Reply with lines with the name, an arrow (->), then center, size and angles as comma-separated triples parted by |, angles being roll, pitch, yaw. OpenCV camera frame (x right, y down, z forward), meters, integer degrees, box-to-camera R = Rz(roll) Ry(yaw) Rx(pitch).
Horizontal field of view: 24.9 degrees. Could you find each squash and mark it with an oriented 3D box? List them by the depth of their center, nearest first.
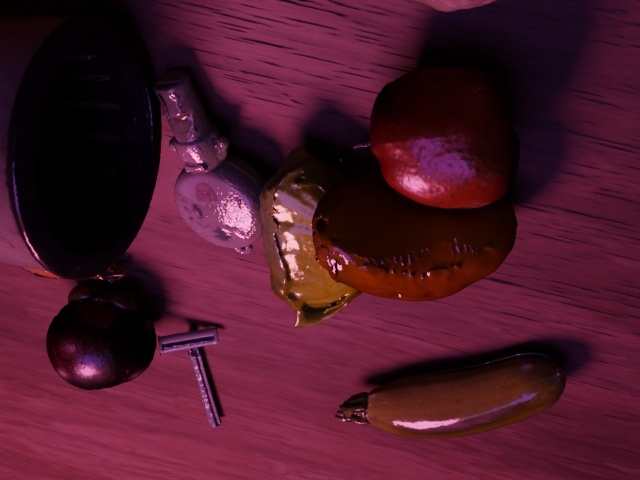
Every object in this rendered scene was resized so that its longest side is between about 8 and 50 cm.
squash -> 0.171, 0.215, 1.910 | 0.341, 0.094, 0.094 | -15, 127, 30

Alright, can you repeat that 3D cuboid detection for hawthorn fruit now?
hawthorn fruit -> 0.113, -0.107, 1.543 | 0.194, 0.157, 0.157 | -4, 133, 13

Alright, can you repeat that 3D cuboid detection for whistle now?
whistle -> -0.131, -0.088, 1.733 | 0.126, 0.067, 0.258 | -1, 130, 31

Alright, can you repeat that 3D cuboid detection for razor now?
razor -> -0.170, 0.196, 2.067 | 0.084, 0.036, 0.211 | -8, 138, 2

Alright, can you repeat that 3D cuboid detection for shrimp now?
shrimp -> -0.343, 0.004, 1.936 | 0.178, 0.034, 0.124 | 8, 130, 20

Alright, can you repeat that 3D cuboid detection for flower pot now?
flower pot -> -0.389, -0.124, 1.648 | 0.330, 0.294, 0.294 | 9, 137, 22

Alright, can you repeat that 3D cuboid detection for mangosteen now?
mangosteen -> -0.298, 0.128, 1.969 | 0.152, 0.152, 0.152 | 11, 137, 11

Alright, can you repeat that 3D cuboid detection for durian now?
durian -> 0.000, 0.000, 1.733 | 0.139, 0.101, 0.250 | -9, 132, 9

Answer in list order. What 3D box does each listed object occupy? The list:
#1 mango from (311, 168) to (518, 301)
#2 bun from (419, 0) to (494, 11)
mango -> 0.104, -0.005, 1.619 | 0.248, 0.151, 0.156 | -2, -172, -30
bun -> 0.128, -0.291, 1.394 | 0.183, 0.102, 0.183 | 9, 138, 9
